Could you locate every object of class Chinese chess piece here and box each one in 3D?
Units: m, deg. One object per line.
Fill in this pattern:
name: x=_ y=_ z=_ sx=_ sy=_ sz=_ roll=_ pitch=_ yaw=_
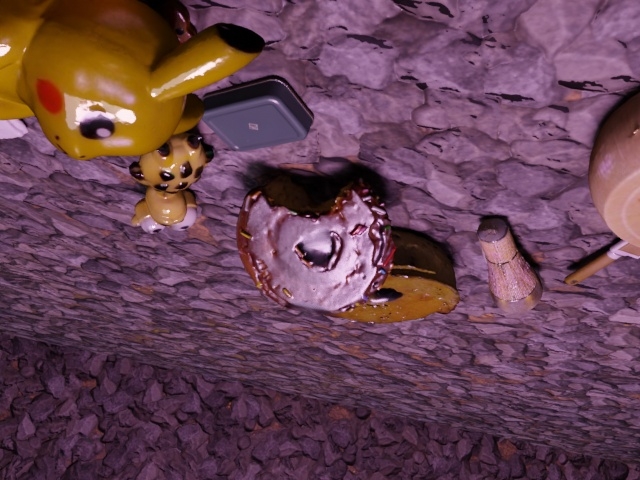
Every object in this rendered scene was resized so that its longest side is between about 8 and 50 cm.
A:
Chinese chess piece: x=0.413 y=-0.072 z=0.573 sx=0.251 sy=0.097 sz=0.250 roll=10 pitch=154 yaw=5

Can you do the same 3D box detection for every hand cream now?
hand cream: x=0.290 y=0.037 z=0.878 sx=0.084 sy=0.083 sz=0.203 roll=-5 pitch=145 yaw=30

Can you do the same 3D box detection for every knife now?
knife: x=0.450 y=0.011 z=0.817 sx=0.046 sy=0.022 sz=0.256 roll=20 pitch=149 yaw=-6

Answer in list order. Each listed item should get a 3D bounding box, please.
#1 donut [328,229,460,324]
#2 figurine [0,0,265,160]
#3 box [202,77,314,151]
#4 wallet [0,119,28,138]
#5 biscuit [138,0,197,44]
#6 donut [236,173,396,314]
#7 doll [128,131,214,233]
donut: x=0.108 y=0.064 z=0.981 sx=0.272 sy=0.107 sz=0.272 roll=4 pitch=156 yaw=2
figurine: x=-0.239 y=-0.172 z=0.515 sx=0.327 sy=0.169 sz=0.218 roll=27 pitch=168 yaw=-11
box: x=-0.079 y=-0.149 z=0.684 sx=0.126 sy=0.031 sz=0.091 roll=-3 pitch=151 yaw=30
wallet: x=-0.502 y=-0.196 z=0.760 sx=0.124 sy=0.031 sz=0.183 roll=1 pitch=152 yaw=14
biscuit: x=-0.184 y=-0.214 z=0.608 sx=0.130 sy=0.019 sz=0.119 roll=10 pitch=154 yaw=3
donut: x=-0.001 y=0.001 z=0.818 sx=0.231 sy=0.096 sz=0.216 roll=-12 pitch=112 yaw=16
doll: x=-0.228 y=-0.077 z=0.833 sx=0.117 sy=0.086 sz=0.291 roll=-12 pitch=165 yaw=-24
